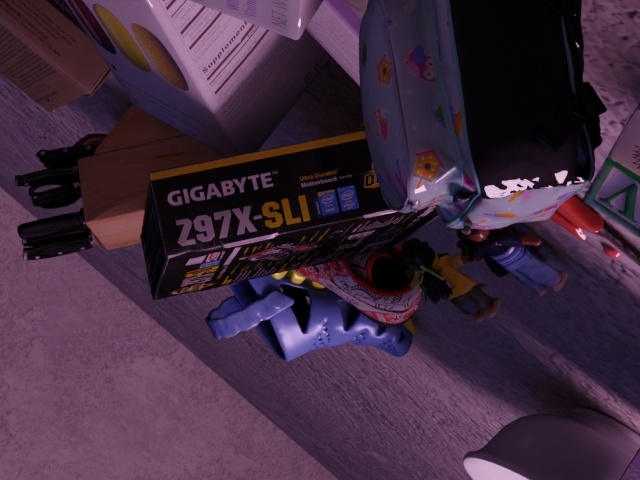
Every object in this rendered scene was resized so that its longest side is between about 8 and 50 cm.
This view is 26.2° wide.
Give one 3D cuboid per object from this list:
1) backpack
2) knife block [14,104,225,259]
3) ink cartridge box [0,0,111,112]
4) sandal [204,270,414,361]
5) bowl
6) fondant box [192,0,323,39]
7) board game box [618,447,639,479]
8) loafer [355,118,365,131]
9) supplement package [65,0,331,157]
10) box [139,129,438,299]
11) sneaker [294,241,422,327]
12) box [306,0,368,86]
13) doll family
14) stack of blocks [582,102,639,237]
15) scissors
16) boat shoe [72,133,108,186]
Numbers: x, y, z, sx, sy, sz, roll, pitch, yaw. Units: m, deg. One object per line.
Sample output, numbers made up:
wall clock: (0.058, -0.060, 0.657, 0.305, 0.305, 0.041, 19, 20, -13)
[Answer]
backpack: (0.099, -0.087, 0.887, 0.188, 0.144, 0.165, 59, -161, -78)
knife block: (-0.246, -0.038, 1.736, 0.276, 0.242, 0.088, 31, 166, 21)
ink cartridge box: (-0.342, -0.250, 1.599, 0.193, 0.088, 0.235, 40, 165, -18)
sandal: (-0.027, 0.095, 1.777, 0.317, 0.138, 0.126, 22, 169, -17)
bowl: (0.329, 0.295, 1.651, 0.298, 0.134, 0.298, 35, 166, 10)
fondant box: (-0.135, -0.273, 0.763, 0.330, 0.096, 0.238, 23, 147, 11)
board game box: (0.315, 0.303, 1.330, 0.066, 0.318, 0.318, 30, 164, 26)
loafer: (0.060, -0.105, 1.195, 0.045, 0.039, 0.125, 38, 166, -5)
supplement package: (-0.107, -0.195, 1.109, 0.139, 0.134, 0.244, 29, 164, 27)
box: (-0.030, -0.022, 1.249, 0.322, 0.257, 0.079, 134, 125, -78)
sneaker: (0.001, -0.001, 1.583, 0.270, 0.090, 0.145, 32, 165, 6)
box: (0.020, -0.179, 1.003, 0.324, 0.063, 0.067, 44, 163, -27)
doll family: (0.143, 0.019, 1.296, 0.111, 0.076, 0.193, 39, 136, -20)
stack of blocks: (0.302, 0.012, 0.765, 0.297, 0.087, 0.171, 35, 144, 11)
scissors: (0.231, -0.006, 1.140, 0.297, 0.021, 0.109, 36, 164, 9)
boat shoe: (-0.198, -0.062, 1.855, 0.307, 0.110, 0.104, 28, 163, -4)
